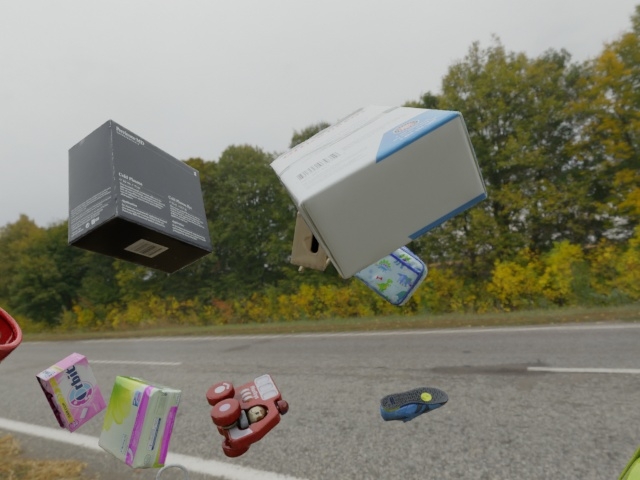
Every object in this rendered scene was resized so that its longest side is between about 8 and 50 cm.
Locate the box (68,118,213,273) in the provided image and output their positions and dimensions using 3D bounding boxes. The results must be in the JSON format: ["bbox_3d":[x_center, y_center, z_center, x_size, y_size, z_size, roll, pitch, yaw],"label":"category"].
[{"bbox_3d":[-0.510,-0.108,1.184,0.179,0.312,0.343,-25,-27,19],"label":"box"}]

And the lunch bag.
[{"bbox_3d":[0.218,0.086,1.314,0.219,0.176,0.090,39,7,25],"label":"lunch bag"}]

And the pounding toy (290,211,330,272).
[{"bbox_3d":[0.000,0.008,1.035,0.094,0.180,0.206,12,15,10],"label":"pounding toy"}]

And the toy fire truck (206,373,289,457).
[{"bbox_3d":[-0.252,0.600,1.460,0.254,0.169,0.302,-19,16,-19],"label":"toy fire truck"}]

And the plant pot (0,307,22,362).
[{"bbox_3d":[-0.767,0.222,0.848,0.174,0.191,0.191,-48,-1,-5],"label":"plant pot"}]

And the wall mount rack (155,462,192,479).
[{"bbox_3d":[-0.472,0.972,1.438,0.305,0.349,0.130,-1,8,-12],"label":"wall mount rack"}]

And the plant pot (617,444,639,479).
[{"bbox_3d":[0.624,0.508,0.706,0.228,0.227,0.207,26,28,37],"label":"plant pot"}]

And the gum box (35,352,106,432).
[{"bbox_3d":[-0.684,0.424,1.136,0.062,0.188,0.107,3,24,33],"label":"gum box"}]

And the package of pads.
[{"bbox_3d":[-0.568,0.563,1.283,0.297,0.229,0.101,-5,-22,42],"label":"package of pads"}]

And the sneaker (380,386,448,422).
[{"bbox_3d":[0.286,0.508,1.256,0.210,0.082,0.069,-11,24,0],"label":"sneaker"}]

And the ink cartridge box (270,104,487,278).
[{"bbox_3d":[0.063,-0.100,0.641,0.223,0.129,0.307,-31,24,-1],"label":"ink cartridge box"}]
